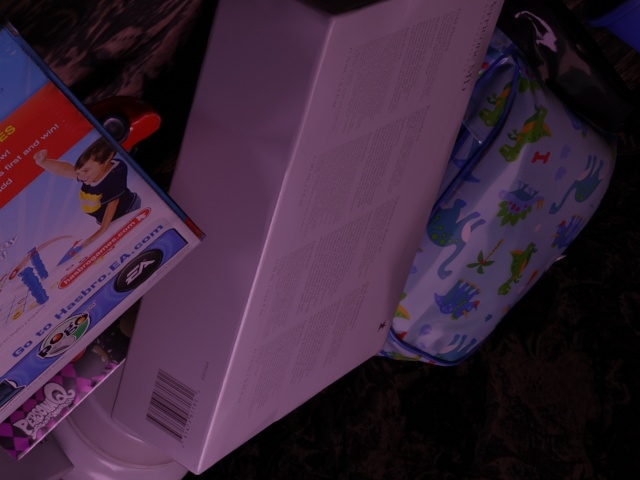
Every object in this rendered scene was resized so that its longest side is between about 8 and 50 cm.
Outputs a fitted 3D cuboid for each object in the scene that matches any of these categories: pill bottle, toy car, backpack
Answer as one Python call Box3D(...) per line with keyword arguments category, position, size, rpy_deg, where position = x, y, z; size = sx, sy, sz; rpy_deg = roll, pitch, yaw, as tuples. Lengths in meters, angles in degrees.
Box3D(category="pill bottle", position=(-0.257, 0.222, 1.802), size=(0.204, 0.204, 0.361), rpy_deg=(-31, 171, -42))
Box3D(category="toy car", position=(-0.234, -0.012, 1.051), size=(0.239, 0.053, 0.225), rpy_deg=(-42, 173, 28))
Box3D(category="backpack", position=(0.118, -0.059, 1.509), size=(0.355, 0.273, 0.290), rpy_deg=(-37, 151, 13))

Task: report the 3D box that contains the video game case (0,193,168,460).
Box3D(category="video game case", position=(-0.192, 0.063, 1.377), size=(0.210, 0.042, 0.232), rpy_deg=(-43, -163, 3))

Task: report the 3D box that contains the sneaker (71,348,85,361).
Box3D(category="sneaker", position=(-0.193, 0.017, 1.270), size=(0.128, 0.087, 0.221), rpy_deg=(-47, -158, -14))

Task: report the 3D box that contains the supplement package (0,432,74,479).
Box3D(category="supplement package", position=(-0.379, 0.235, 1.573), size=(0.139, 0.134, 0.244), rpy_deg=(-41, 172, 23))

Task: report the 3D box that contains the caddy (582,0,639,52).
Box3D(category="caddy", position=(0.429, -0.337, 1.762), size=(0.341, 0.179, 0.241), rpy_deg=(-43, -167, 36))

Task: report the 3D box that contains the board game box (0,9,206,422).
Box3D(category="board game box", position=(-0.235, 0.028, 0.811), size=(0.308, 0.086, 0.302), rpy_deg=(-42, 159, -3))

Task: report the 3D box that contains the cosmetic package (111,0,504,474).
Box3D(category="cosmetic package", position=(-0.003, -0.042, 1.234), size=(0.284, 0.097, 0.377), rpy_deg=(-25, 139, -53))
